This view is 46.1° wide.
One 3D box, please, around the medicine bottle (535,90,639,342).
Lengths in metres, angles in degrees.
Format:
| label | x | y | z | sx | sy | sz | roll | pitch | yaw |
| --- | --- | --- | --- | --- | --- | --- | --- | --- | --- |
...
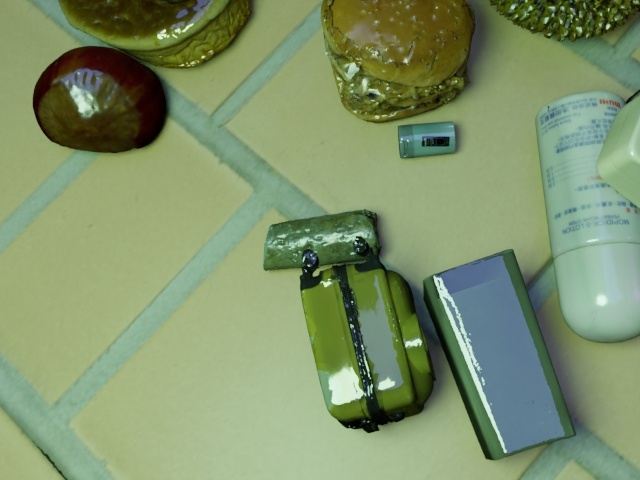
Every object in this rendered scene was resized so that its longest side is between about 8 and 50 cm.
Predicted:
| label | x | y | z | sx | sy | sz | roll | pitch | yaw |
| --- | --- | --- | --- | --- | --- | --- | --- | --- | --- |
| medicine bottle | 0.382 | -0.028 | 1.043 | 0.130 | 0.130 | 0.340 | -4 | 71 | 6 |

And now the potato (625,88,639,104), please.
| label | x | y | z | sx | sy | sz | roll | pitch | yaw |
| --- | --- | --- | --- | --- | --- | --- | --- | --- | --- |
| potato | 0.588 | -0.239 | 1.095 | 0.261 | 0.120 | 0.100 | -31 | 78 | -3 |

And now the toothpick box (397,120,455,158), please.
| label | x | y | z | sx | sy | sz | roll | pitch | yaw |
| --- | --- | --- | --- | --- | --- | --- | --- | --- | --- |
| toothpick box | 0.162 | -0.154 | 1.152 | 0.083 | 0.052 | 0.052 | -5 | 72 | 5 |

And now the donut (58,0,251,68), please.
| label | x | y | z | sx | sy | sz | roll | pitch | yaw |
| --- | --- | --- | --- | --- | --- | --- | --- | --- | --- |
| donut | -0.265 | -0.433 | 1.246 | 0.330 | 0.160 | 0.329 | -3 | 76 | 11 |

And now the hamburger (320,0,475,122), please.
| label | x | y | z | sx | sy | sz | roll | pitch | yaw |
| --- | --- | --- | --- | --- | --- | --- | --- | --- | --- |
| hamburger | 0.113 | -0.295 | 1.128 | 0.245 | 0.211 | 0.260 | 31 | 74 | 10 |

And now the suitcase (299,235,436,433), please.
| label | x | y | z | sx | sy | sz | roll | pitch | yaw |
| --- | --- | --- | --- | --- | --- | --- | --- | --- | --- |
| suitcase | 0.066 | 0.131 | 0.999 | 0.143 | 0.194 | 0.234 | -15 | 70 | 5 |

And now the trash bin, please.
| label | x | y | z | sx | sy | sz | roll | pitch | yaw |
| --- | --- | --- | --- | --- | --- | --- | --- | --- | --- |
| trash bin | 0.230 | 0.156 | 0.992 | 0.122 | 0.164 | 0.240 | -18 | 74 | 2 |

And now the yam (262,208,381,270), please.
| label | x | y | z | sx | sy | sz | roll | pitch | yaw |
| --- | --- | --- | --- | --- | --- | --- | --- | --- | --- |
| yam | 0.000 | 0.000 | 1.114 | 0.179 | 0.078 | 0.078 | -7 | 72 | 9 |

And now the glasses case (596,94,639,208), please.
| label | x | y | z | sx | sy | sz | roll | pitch | yaw |
| --- | --- | --- | --- | --- | --- | --- | --- | --- | --- |
| glasses case | 0.516 | -0.059 | 0.996 | 0.313 | 0.070 | 0.131 | 35 | 63 | -9 |

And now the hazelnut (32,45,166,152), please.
| label | x | y | z | sx | sy | sz | roll | pitch | yaw |
| --- | --- | --- | --- | --- | --- | --- | --- | --- | --- |
| hazelnut | -0.347 | -0.219 | 1.198 | 0.202 | 0.160 | 0.170 | 17 | 87 | -26 |

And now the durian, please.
| label | x | y | z | sx | sy | sz | roll | pitch | yaw |
| --- | --- | --- | --- | --- | --- | --- | --- | --- | --- |
| durian | 0.370 | -0.420 | 1.125 | 0.293 | 0.258 | 0.258 | 4 | 73 | 19 |
